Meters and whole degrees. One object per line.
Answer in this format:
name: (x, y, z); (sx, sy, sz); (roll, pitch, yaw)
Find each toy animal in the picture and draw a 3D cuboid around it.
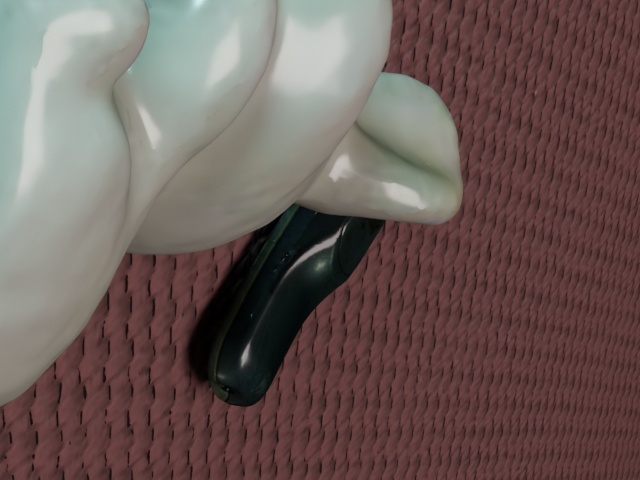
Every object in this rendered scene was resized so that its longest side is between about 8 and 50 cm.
toy animal: (-0.087, -0.044, 0.748); (0.367, 0.196, 0.241); (-27, 143, -54)

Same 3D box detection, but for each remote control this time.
remote control: (0.000, 0.000, 1.160); (0.222, 0.042, 0.072); (-57, 157, -21)
